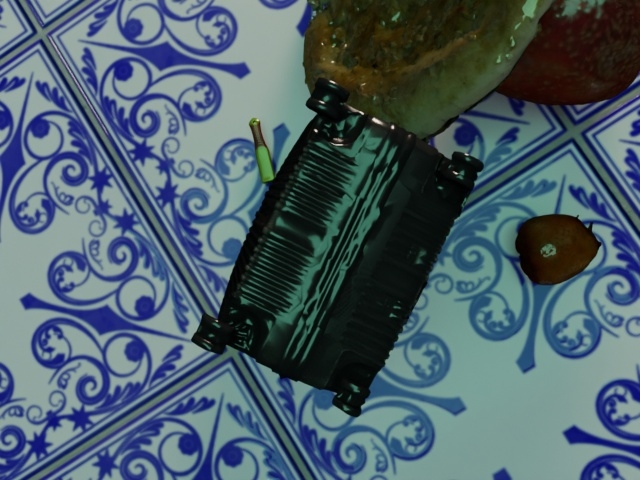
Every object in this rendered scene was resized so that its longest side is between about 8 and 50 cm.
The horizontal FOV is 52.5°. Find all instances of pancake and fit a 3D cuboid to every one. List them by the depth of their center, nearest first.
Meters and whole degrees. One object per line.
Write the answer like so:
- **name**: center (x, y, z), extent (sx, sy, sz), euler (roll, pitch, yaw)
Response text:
- **pancake**: center (0.100, -0.279, 0.685), extent (0.382, 0.071, 0.383), euler (-18, 66, 47)

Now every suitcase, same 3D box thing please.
- **suitcase**: center (0.000, 0.000, 0.643), extent (0.152, 0.335, 0.230), euler (27, 90, -7)

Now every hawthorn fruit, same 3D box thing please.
- **hawthorn fruit**: center (0.237, -0.252, 0.709), extent (0.253, 0.205, 0.205), euler (13, 88, 19)
- **hawthorn fruit**: center (0.274, 0.006, 0.743), extent (0.093, 0.081, 0.081), euler (-15, 85, 5)

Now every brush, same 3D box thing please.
- **brush**: center (-0.074, -0.114, 0.820), extent (0.018, 0.021, 0.083), euler (-15, 90, 7)
